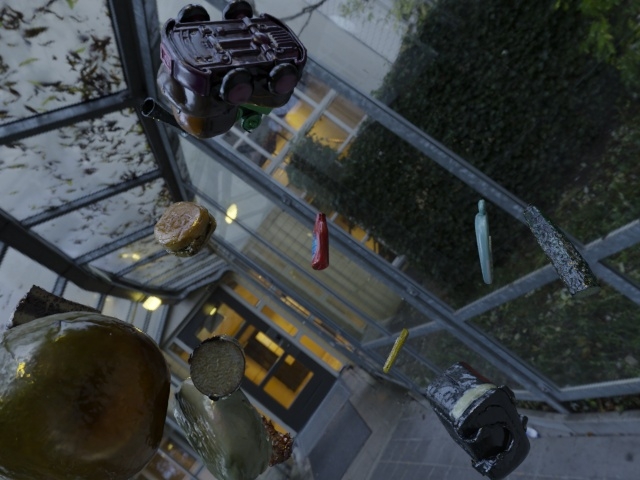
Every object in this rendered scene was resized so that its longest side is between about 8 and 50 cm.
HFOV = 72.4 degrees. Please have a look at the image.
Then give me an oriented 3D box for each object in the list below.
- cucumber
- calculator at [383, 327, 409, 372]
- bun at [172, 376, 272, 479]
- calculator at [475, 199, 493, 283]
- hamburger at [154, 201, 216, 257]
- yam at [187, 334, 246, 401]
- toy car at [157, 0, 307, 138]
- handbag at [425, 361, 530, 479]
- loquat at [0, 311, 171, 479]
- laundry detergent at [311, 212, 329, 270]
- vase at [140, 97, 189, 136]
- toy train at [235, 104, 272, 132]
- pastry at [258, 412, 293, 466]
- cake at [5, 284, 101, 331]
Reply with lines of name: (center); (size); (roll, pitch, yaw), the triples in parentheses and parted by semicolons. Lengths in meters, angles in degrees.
cucumber: (0.554, 0.008, 1.036); (0.067, 0.067, 0.293); (-56, 32, 38)
calculator: (0.292, 0.415, 1.668); (0.235, 0.032, 0.146); (-37, -30, -57)
bun: (-0.171, 0.331, 0.789); (0.116, 0.210, 0.237); (-32, -13, -35)
calculator: (0.561, 0.004, 1.496); (0.042, 0.295, 0.184); (-6, 13, 23)
hamburger: (-0.334, -0.028, 1.073); (0.138, 0.147, 0.083); (-63, -33, -20)
yam: (-0.145, 0.178, 0.637); (0.084, 0.084, 0.127); (-52, 0, -11)
toy car: (-0.211, -0.386, 1.038); (0.341, 0.271, 0.240); (-20, -24, -28)
handbag: (0.396, 0.437, 1.069); (0.181, 0.254, 0.181); (-35, 21, -9)
loquat: (-0.382, 0.250, 0.678); (0.284, 0.276, 0.276); (23, -70, -40)
laundry detergent: (0.000, 0.000, 1.288); (0.097, 0.049, 0.165); (124, 150, -66)
vase: (-0.472, -0.380, 1.360); (0.059, 0.059, 0.167); (-54, -28, 9)
toy train: (-0.274, -0.505, 1.560); (0.188, 0.132, 0.243); (-47, -24, 25)
pastry: (-0.143, 0.453, 0.994); (0.087, 0.169, 0.063); (-63, -11, 7)
cake: (-0.636, 0.171, 0.985); (0.246, 0.135, 0.112); (68, -146, -66)
